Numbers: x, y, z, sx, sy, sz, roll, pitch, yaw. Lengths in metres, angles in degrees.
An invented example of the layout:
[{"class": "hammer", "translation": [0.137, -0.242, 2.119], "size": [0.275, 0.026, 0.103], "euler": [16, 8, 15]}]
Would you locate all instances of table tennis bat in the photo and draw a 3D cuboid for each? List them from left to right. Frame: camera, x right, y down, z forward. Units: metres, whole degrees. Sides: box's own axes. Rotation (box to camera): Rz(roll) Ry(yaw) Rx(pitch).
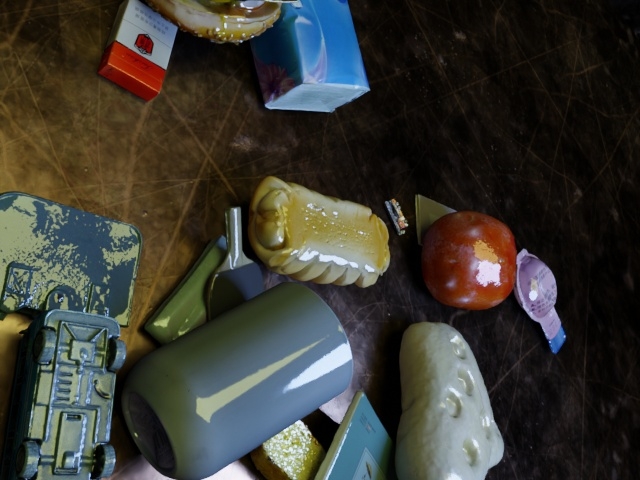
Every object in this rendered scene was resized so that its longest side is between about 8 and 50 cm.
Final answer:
[{"class": "table tennis bat", "translation": [-0.142, 0.066, 1.192], "size": [0.138, 0.022, 0.246], "euler": [-16, 107, -54]}]

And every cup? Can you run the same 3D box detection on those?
[{"class": "cup", "translation": [-0.126, 0.210, 1.067], "size": [0.312, 0.206, 0.205], "euler": [-25, 93, -38]}]

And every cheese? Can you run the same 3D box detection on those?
[{"class": "cheese", "translation": [0.228, 0.326, 1.393], "size": [0.351, 0.130, 0.328], "euler": [-8, 77, -59]}, {"class": "cheese", "translation": [0.578, 0.157, 1.855], "size": [0.189, 0.074, 0.285], "euler": [-38, 106, -43]}]

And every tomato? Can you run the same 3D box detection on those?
[{"class": "tomato", "translation": [0.334, 0.042, 1.576], "size": [0.232, 0.189, 0.231], "euler": [5, 82, -39]}]

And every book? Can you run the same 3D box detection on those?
[{"class": "book", "translation": [0.047, 0.488, 1.221], "size": [0.379, 0.031, 0.264], "euler": [-58, 134, -39]}, {"class": "book", "translation": [0.292, -0.028, 1.692], "size": [0.182, 0.014, 0.127], "euler": [18, 64, -38]}]

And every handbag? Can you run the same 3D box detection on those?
[{"class": "handbag", "translation": [-0.374, 0.039, 1.011], "size": [0.229, 0.062, 0.179], "euler": [19, 63, -37]}]

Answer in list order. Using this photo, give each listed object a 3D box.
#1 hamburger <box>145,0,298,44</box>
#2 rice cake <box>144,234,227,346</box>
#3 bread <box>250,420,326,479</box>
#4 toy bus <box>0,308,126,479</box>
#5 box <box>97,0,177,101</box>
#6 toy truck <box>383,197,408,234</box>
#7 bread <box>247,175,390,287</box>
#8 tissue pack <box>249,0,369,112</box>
[{"class": "hamburger", "translation": [-0.176, -0.483, 1.233], "size": [0.291, 0.225, 0.290], "euler": [14, 47, -15]}, {"class": "rice cake", "translation": [-0.199, 0.089, 1.172], "size": [0.080, 0.042, 0.221], "euler": [48, 48, -18]}, {"class": "bread", "translation": [-0.052, 0.364, 1.199], "size": [0.187, 0.065, 0.103], "euler": [53, 47, -20]}, {"class": "toy bus", "translation": [-0.342, 0.220, 0.927], "size": [0.114, 0.134, 0.246], "euler": [15, 67, -37]}, {"class": "box", "translation": [-0.311, -0.329, 1.213], "size": [0.100, 0.048, 0.152], "euler": [26, 61, -32]}, {"class": "toy truck", "translation": [0.170, -0.054, 1.580], "size": [0.032, 0.024, 0.083], "euler": [-28, 94, -22]}, {"class": "bread", "translation": [0.000, 0.000, 1.332], "size": [0.311, 0.121, 0.172], "euler": [16, 63, -39]}, {"class": "tissue pack", "translation": [-0.033, -0.409, 1.427], "size": [0.198, 0.146, 0.263], "euler": [-7, 80, -45]}]
